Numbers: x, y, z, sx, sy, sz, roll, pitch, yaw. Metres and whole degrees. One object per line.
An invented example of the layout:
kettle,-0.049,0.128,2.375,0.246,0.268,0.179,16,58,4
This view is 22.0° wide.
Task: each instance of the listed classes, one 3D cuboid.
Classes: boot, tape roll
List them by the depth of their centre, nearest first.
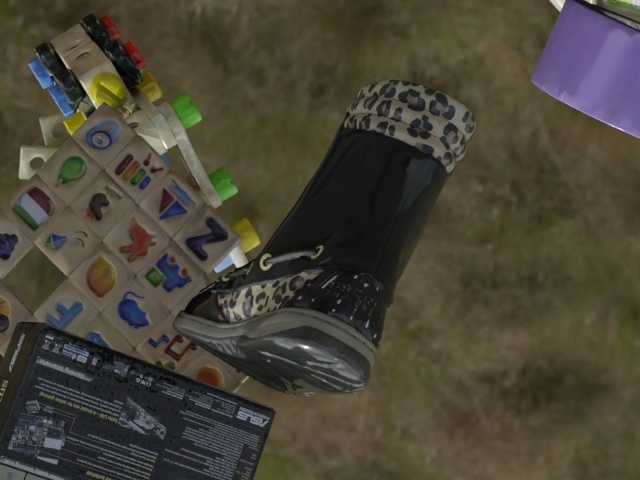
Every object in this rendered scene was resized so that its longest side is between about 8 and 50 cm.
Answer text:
boot,0.002,0.001,1.010,0.085,0.179,0.236,31,167,-18
tape roll,0.281,-0.136,1.410,0.189,0.080,0.189,21,-166,-5

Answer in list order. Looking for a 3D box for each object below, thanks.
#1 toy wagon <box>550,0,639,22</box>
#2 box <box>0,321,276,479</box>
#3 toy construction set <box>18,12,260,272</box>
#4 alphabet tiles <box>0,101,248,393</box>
toy wagon,0.318,-0.323,1.804,0.344,0.068,0.267,21,140,27
box,-0.143,0.153,1.130,0.180,0.147,0.077,22,170,-21
toy construction set,-0.192,-0.093,1.592,0.327,0.151,0.215,21,146,55
alphabet tiles,-0.155,0.042,1.274,0.237,0.198,0.009,45,-178,12
